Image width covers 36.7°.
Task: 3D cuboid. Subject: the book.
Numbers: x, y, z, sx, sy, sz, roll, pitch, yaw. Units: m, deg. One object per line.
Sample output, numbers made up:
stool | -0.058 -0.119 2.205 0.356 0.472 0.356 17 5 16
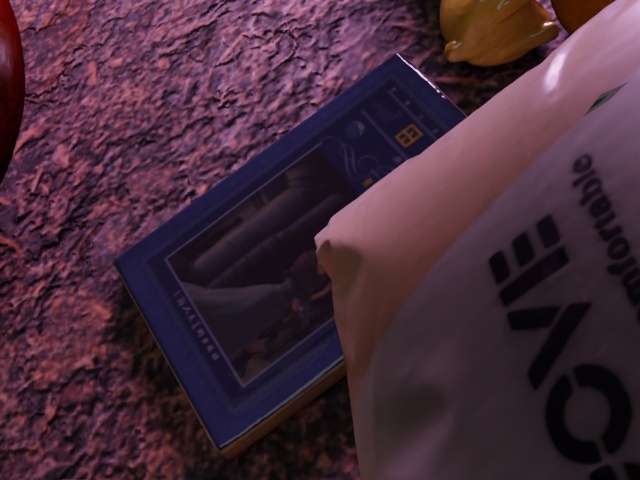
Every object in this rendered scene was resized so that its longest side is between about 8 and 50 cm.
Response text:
book | 0.000 0.000 0.671 0.269 0.025 0.191 -36 54 -1

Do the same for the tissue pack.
tissue pack | 0.165 0.060 0.398 0.390 0.195 0.375 -43 38 31

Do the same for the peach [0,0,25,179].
peach | -0.391 -0.116 0.732 0.335 0.310 0.406 -37 47 -8

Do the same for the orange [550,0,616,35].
orange | 0.226 -0.175 0.627 0.155 0.134 0.154 -9 36 7

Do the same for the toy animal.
toy animal | 0.110 -0.200 0.722 0.083 0.070 0.159 -24 50 10
